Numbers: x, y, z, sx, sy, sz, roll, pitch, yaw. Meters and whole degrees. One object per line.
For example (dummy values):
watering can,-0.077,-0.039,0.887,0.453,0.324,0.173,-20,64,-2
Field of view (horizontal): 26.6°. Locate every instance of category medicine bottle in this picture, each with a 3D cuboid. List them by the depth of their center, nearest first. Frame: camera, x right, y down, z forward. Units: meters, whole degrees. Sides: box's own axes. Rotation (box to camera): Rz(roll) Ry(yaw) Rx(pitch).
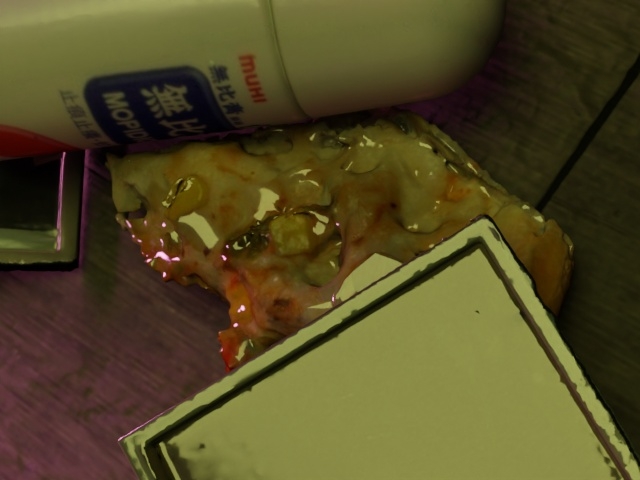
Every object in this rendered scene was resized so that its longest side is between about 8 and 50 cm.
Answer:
medicine bottle,-0.063,-0.127,0.783,0.341,0.130,0.130,-7,67,12

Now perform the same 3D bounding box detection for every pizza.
pizza,0.000,0.000,0.772,0.297,0.071,0.189,36,86,29

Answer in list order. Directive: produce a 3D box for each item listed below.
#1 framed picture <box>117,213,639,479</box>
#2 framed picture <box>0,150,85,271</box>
framed picture,0.067,0.174,0.665,0.232,0.024,0.315,-31,75,6
framed picture,-0.283,-0.074,0.870,0.266,0.018,0.192,2,69,-9
